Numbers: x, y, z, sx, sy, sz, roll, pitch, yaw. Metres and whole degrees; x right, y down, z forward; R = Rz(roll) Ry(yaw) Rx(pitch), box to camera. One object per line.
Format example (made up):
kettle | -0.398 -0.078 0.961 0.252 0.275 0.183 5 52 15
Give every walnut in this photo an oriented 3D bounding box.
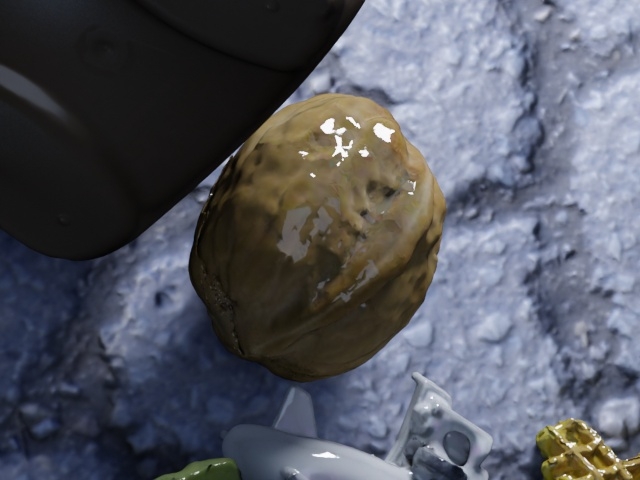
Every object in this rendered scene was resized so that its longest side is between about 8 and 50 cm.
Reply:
walnut | 0.000 0.000 1.478 0.198 0.198 0.245 35 63 -4

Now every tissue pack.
tissue pack | -0.133 -0.196 1.384 0.267 0.387 0.277 35 34 -17

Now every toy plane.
toy plane | 0.029 0.220 1.463 0.252 0.118 0.252 0 90 -13

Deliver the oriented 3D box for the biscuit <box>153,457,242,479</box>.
biscuit | -0.073 0.323 1.403 0.099 0.038 0.322 -19 105 -34

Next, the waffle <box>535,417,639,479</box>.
waffle | 0.277 0.204 1.556 0.194 0.051 0.149 9 41 -5
